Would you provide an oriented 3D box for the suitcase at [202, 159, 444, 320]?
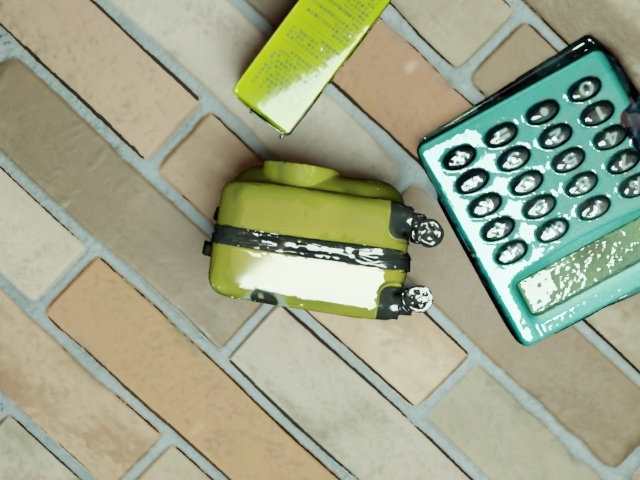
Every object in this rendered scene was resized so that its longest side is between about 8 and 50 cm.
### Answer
[{"bbox_3d":[0.000,0.000,1.519,0.235,0.194,0.143,9,90,0],"label":"suitcase"}]

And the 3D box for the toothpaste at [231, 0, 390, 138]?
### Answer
[{"bbox_3d":[0.035,-0.257,1.523,0.077,0.110,0.327,37,97,-5],"label":"toothpaste"}]

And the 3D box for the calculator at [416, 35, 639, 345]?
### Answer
[{"bbox_3d":[0.261,-0.049,1.573,0.248,0.058,0.274,-28,95,4],"label":"calculator"}]
